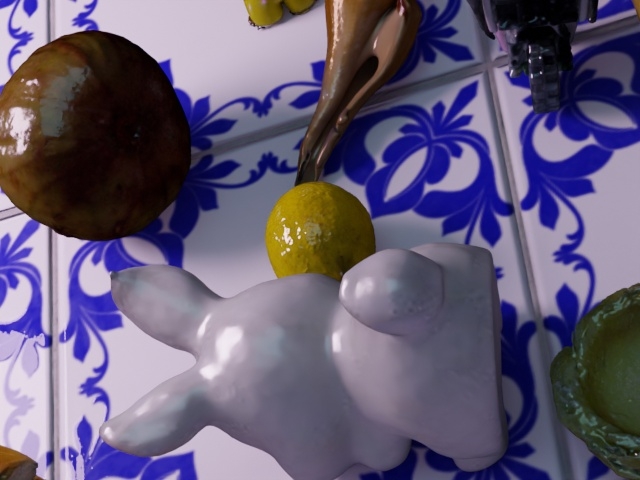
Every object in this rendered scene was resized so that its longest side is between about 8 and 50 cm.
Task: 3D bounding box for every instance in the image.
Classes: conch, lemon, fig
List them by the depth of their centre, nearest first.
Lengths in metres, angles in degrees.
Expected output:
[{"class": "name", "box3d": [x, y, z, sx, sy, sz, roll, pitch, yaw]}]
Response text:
[{"class": "lemon", "box3d": [0.000, 0.000, 1.716, 0.109, 0.109, 0.133, -28, 45, 5]}, {"class": "conch", "box3d": [0.044, -0.202, 1.852, 0.109, 0.093, 0.330, 17, 87, 13]}, {"class": "fig", "box3d": [-0.292, -0.101, 1.871, 0.321, 0.217, 0.217, -4, 56, 44]}]

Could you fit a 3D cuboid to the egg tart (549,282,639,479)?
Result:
[{"class": "egg tart", "box3d": [0.300, 0.126, 1.523, 0.197, 0.078, 0.197, -10, 56, 15]}]

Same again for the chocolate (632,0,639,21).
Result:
[{"class": "chocolate", "box3d": [0.325, -0.306, 1.563, 0.162, 0.445, 0.162, -15, 51, 19]}]

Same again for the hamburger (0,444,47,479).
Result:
[{"class": "hamburger", "box3d": [-0.376, 0.305, 1.661, 0.156, 0.144, 0.283, 30, 76, 36]}]

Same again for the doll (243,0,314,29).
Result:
[{"class": "doll", "box3d": [-0.085, -0.345, 1.910, 0.143, 0.221, 0.135, -20, 49, 6]}]

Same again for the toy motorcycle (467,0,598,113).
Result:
[{"class": "toy motorcycle", "box3d": [0.200, -0.281, 1.682, 0.143, 0.327, 0.188, -6, 48, 8]}]

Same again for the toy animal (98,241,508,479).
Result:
[{"class": "toy animal", "box3d": [-0.012, 0.099, 1.572, 0.367, 0.241, 0.196, -8, 57, 19]}]
